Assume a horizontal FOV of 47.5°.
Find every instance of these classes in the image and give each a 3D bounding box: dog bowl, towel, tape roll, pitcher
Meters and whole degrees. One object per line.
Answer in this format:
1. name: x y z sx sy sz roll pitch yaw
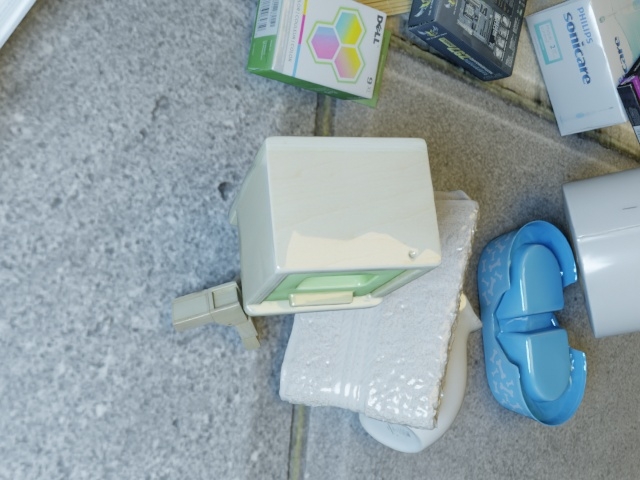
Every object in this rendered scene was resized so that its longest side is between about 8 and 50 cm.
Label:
1. dog bowl: 0.311 0.122 1.084 0.165 0.074 0.298 -2 85 -38
2. towel: 0.072 0.064 0.841 0.049 0.187 0.282 52 49 -61
3. tape roll: 0.472 0.014 1.096 0.246 0.169 0.246 -12 90 -73
4. pitcher: 0.119 0.135 0.893 0.207 0.125 0.178 -57 136 -34

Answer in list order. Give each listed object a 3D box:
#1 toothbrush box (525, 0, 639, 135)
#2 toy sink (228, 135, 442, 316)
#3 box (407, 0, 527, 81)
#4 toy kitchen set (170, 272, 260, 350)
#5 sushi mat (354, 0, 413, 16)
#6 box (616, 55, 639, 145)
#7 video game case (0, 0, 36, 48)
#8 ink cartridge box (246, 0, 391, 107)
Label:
1. toothbrush box: 0.513 -0.334 1.263 0.295 0.126 0.217 -30 104 -37
2. toy sink: 0.000 0.000 0.728 0.152 0.234 0.131 -1 76 -17
3. box: 0.227 -0.377 1.063 0.183 0.059 0.233 20 78 -39
4. toy kitchen set: -0.113 0.077 0.793 0.083 0.075 0.068 72 2 -48
5. sushi mat: 0.073 -0.380 0.995 0.316 0.019 0.152 -23 100 -37
6. box: 0.542 -0.244 1.182 0.162 0.029 0.116 -46 115 -29
7. video game case: -0.328 -0.254 0.585 0.206 0.026 0.227 36 101 -30
8. ink cartridge box: 0.019 -0.237 0.895 0.209 0.062 0.109 8 93 -37
